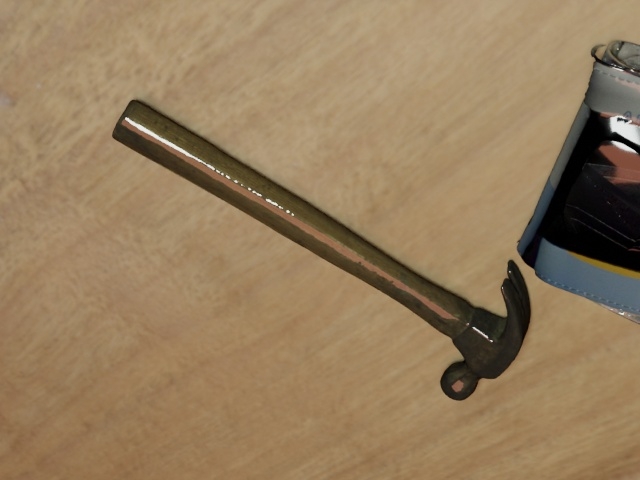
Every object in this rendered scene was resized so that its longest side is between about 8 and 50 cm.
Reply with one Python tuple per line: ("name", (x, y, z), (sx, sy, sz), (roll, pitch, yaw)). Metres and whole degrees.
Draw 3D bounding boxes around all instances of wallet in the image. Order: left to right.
("wallet", (0.267, -0.038, 0.927), (0.170, 0.069, 0.231), (22, 132, 9))

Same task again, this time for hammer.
("hammer", (0.000, 0.000, 1.077), (0.440, 0.044, 0.168), (30, 133, -5))
